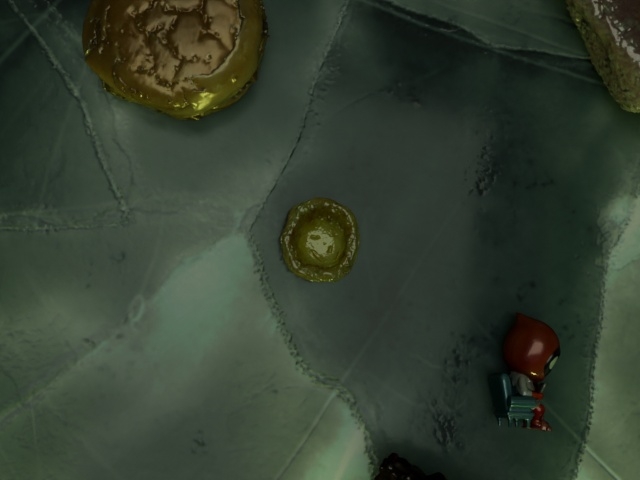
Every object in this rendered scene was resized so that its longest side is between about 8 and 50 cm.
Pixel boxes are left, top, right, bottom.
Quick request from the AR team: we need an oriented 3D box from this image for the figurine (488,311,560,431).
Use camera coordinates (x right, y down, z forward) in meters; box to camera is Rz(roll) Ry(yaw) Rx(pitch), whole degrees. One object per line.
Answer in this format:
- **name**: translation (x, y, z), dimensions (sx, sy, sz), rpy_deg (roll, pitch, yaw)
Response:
- **figurine**: translation (0.249, 0.160, 0.933), dimensions (0.075, 0.068, 0.140), rpy_deg (8, 81, -2)

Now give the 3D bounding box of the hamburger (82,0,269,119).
- **hamburger**: translation (-0.163, -0.242, 0.885), dimensions (0.214, 0.108, 0.213), rpy_deg (0, 87, -1)

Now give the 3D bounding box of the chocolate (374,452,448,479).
- **chocolate**: translation (0.105, 0.331, 0.849), dimensions (0.206, 0.224, 0.177), rpy_deg (-28, 75, -35)

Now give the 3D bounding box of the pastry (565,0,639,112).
- **pastry**: translation (0.388, -0.246, 0.940), dimensions (0.103, 0.112, 0.265), rpy_deg (-29, 80, 0)

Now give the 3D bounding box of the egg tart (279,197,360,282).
- **egg tart**: translation (0.000, 0.000, 0.922), dimensions (0.105, 0.039, 0.105), rpy_deg (0, 88, -6)
